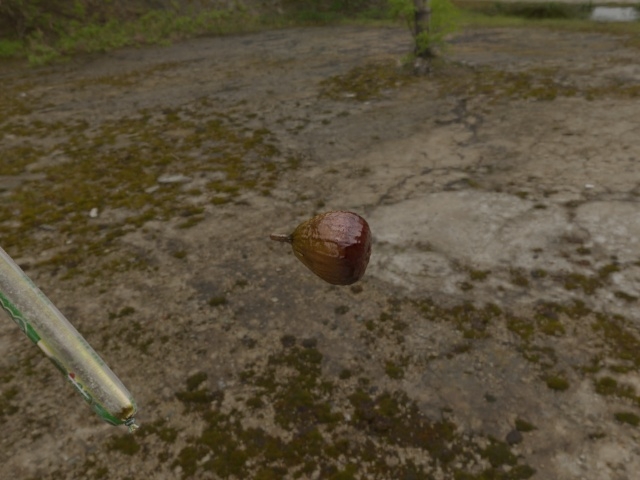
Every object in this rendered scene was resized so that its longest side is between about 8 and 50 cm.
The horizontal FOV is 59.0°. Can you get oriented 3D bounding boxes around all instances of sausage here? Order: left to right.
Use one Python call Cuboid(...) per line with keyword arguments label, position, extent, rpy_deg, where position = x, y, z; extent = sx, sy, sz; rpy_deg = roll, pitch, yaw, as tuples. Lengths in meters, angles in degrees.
Cuboid(label="sausage", position=(-0.245, 0.059, 0.479), extent=(0.033, 0.269, 0.033), rpy_deg=(-42, 0, 0))

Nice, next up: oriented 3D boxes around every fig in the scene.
Cuboid(label="fig", position=(0.014, 0.001, 0.854), extent=(0.119, 0.119, 0.153), rpy_deg=(-27, 38, -34))
